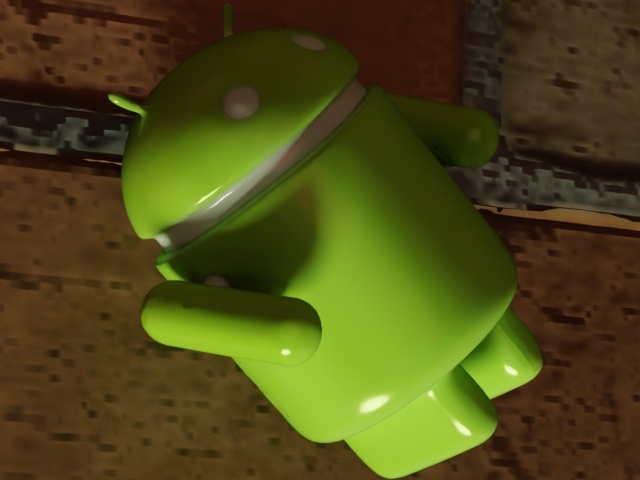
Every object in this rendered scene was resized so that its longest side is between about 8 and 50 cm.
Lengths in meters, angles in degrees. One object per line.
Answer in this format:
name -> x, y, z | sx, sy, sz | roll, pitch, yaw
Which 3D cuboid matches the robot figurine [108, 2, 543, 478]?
robot figurine -> 0.000, 0.000, 0.463 | 0.115, 0.067, 0.101 | 52, 48, -8
